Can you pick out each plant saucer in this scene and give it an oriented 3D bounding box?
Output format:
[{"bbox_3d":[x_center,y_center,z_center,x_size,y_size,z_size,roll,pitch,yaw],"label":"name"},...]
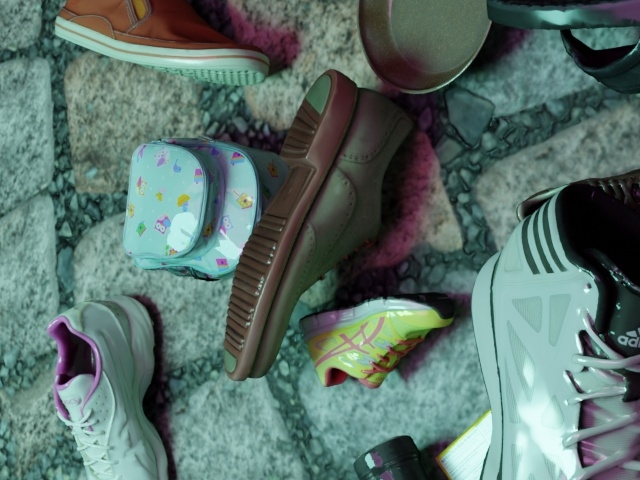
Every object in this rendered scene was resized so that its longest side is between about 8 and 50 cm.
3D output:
[{"bbox_3d":[0.120,-0.253,1.712,0.198,0.036,0.198,-5,82,44],"label":"plant saucer"}]

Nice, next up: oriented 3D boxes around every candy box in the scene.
[{"bbox_3d":[0.216,0.203,1.641,0.206,0.027,0.105,-46,61,26],"label":"candy box"}]

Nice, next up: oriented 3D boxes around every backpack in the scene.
[{"bbox_3d":[-0.127,-0.037,1.838,0.188,0.144,0.166,5,86,30],"label":"backpack"}]

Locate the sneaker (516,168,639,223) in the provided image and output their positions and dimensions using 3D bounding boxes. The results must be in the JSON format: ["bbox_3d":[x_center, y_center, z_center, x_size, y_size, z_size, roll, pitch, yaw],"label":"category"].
[{"bbox_3d":[0.280,-0.032,1.575,0.188,0.071,0.066,-15,79,36],"label":"sneaker"}]

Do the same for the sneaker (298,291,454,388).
[{"bbox_3d":[0.067,0.109,1.728,0.208,0.081,0.094,-18,77,46],"label":"sneaker"}]

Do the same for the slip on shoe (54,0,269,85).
[{"bbox_3d":[-0.189,-0.253,1.910,0.331,0.123,0.101,22,98,40],"label":"slip on shoe"}]

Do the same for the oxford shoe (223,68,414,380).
[{"bbox_3d":[0.000,0.000,1.724,0.348,0.130,0.123,-67,21,4],"label":"oxford shoe"}]

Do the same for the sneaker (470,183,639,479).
[{"bbox_3d":[0.241,0.154,1.426,0.257,0.169,0.447,108,156,-61],"label":"sneaker"}]

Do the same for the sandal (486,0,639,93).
[{"bbox_3d":[0.345,-0.187,1.486,0.446,0.167,0.107,9,111,37],"label":"sandal"}]

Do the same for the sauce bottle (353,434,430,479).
[{"bbox_3d":[0.136,0.366,1.646,0.111,0.111,0.344,-39,65,29],"label":"sauce bottle"}]

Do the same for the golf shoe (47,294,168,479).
[{"bbox_3d":[-0.265,0.219,1.931,0.115,0.140,0.306,-12,82,34],"label":"golf shoe"}]
